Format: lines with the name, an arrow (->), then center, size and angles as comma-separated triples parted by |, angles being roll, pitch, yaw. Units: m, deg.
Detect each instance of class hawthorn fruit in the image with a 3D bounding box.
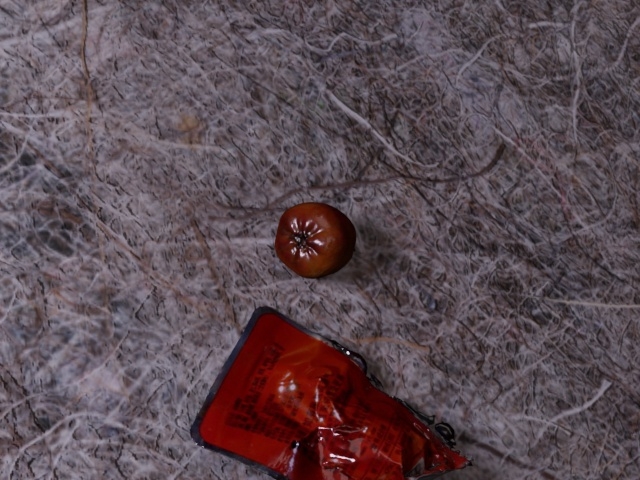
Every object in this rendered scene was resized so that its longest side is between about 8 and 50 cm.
hawthorn fruit -> 0.000, 0.000, 1.587 | 0.093, 0.081, 0.081 | 3, 59, -63

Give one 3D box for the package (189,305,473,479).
package -> 0.022, 0.188, 1.498 | 0.269, 0.071, 0.194 | 35, 37, -6
